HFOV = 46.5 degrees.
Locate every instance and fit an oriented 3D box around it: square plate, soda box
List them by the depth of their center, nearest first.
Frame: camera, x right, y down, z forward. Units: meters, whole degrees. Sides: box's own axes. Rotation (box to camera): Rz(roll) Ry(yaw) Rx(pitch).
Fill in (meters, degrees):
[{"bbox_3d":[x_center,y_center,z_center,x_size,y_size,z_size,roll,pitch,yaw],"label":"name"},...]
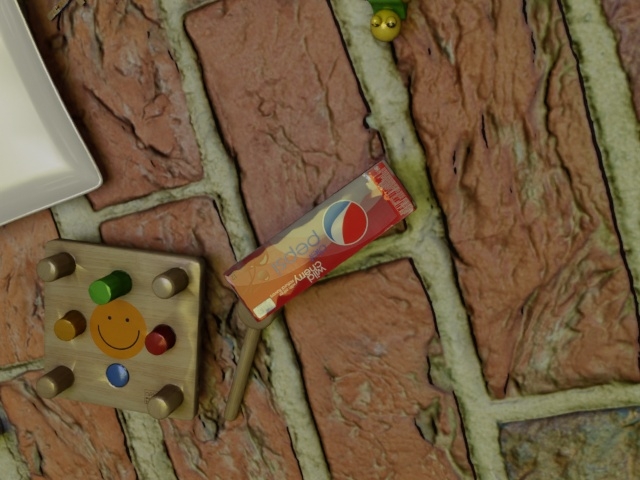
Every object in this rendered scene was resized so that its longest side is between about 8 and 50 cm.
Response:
[{"bbox_3d":[0.000,0.000,1.012,0.263,0.092,0.083,-35,91,1],"label":"soda box"},{"bbox_3d":[-0.547,-0.177,1.108,0.348,0.049,0.343,-22,102,4],"label":"square plate"}]

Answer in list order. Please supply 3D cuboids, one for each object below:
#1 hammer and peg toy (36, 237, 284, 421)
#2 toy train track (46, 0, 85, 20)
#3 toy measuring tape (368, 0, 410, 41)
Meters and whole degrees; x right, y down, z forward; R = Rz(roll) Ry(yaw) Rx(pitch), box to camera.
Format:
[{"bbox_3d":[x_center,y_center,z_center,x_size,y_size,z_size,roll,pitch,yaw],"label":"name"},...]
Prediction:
[{"bbox_3d":[-0.248,0.146,1.112,0.362,0.127,0.265,8,102,12],"label":"hammer and peg toy"},{"bbox_3d":[-0.378,-0.359,1.110,0.083,0.014,0.048,-37,97,23],"label":"toy train track"},{"bbox_3d":[0.089,-0.420,0.934,0.122,0.121,0.329,6,101,12],"label":"toy measuring tape"}]
